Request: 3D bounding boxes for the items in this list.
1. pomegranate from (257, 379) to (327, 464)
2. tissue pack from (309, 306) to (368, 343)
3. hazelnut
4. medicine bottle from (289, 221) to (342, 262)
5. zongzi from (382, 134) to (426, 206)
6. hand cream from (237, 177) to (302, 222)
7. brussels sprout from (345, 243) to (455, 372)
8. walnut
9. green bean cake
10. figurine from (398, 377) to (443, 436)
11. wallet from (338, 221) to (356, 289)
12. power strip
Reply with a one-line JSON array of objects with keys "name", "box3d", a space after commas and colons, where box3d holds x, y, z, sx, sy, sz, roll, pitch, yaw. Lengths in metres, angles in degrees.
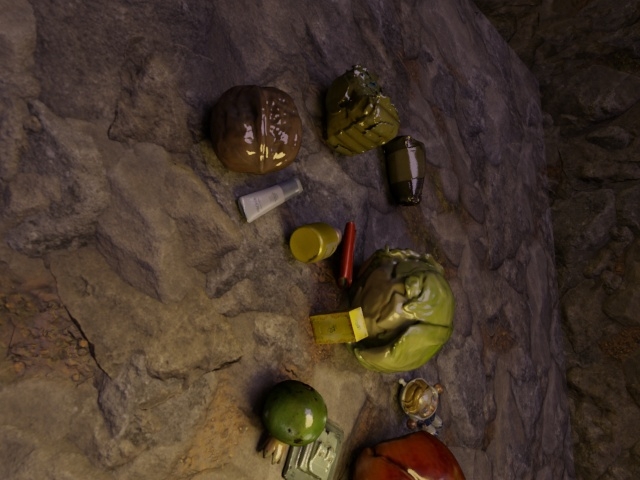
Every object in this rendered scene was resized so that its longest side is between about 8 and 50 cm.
[{"name": "pomegranate", "box3d": [-0.087, 0.496, 1.342, 0.187, 0.187, 0.225, 35, 86, -35]}, {"name": "tissue pack", "box3d": [0.054, 0.267, 1.533, 0.062, 0.176, 0.095, -12, 89, -46]}, {"name": "hazelnut", "box3d": [0.276, 0.769, 1.507, 0.372, 0.372, 0.315, -48, 135, -42]}, {"name": "medicine bottle", "box3d": [0.000, 0.000, 1.593, 0.212, 0.122, 0.121, -15, 90, -62]}, {"name": "zongzi", "box3d": [0.398, -0.290, 2.079, 0.317, 0.154, 0.289, -9, 93, -53]}, {"name": "hand cream", "box3d": [-0.153, -0.133, 1.520, 0.255, 0.048, 0.079, -33, 105, -45]}, {"name": "brussels sprout", "box3d": [0.287, 0.249, 1.658, 0.361, 0.342, 0.425, 29, 71, -32]}, {"name": "walnut", "box3d": [-0.186, -0.310, 1.404, 0.273, 0.227, 0.273, 17, 64, -40]}, {"name": "green bean cake", "box3d": [0.140, -0.487, 1.755, 0.202, 0.285, 0.309, 22, 62, -36]}, {"name": "figurine", "box3d": [0.386, 0.614, 1.831, 0.274, 0.133, 0.193, 37, 78, -41]}, {"name": "wallet", "box3d": [0.093, 0.055, 1.682, 0.142, 0.045, 0.204, 86, 11, -68]}, {"name": "power strip", "box3d": [0.000, 0.630, 1.460, 0.198, 0.064, 0.213, 38, 55, -31]}]
